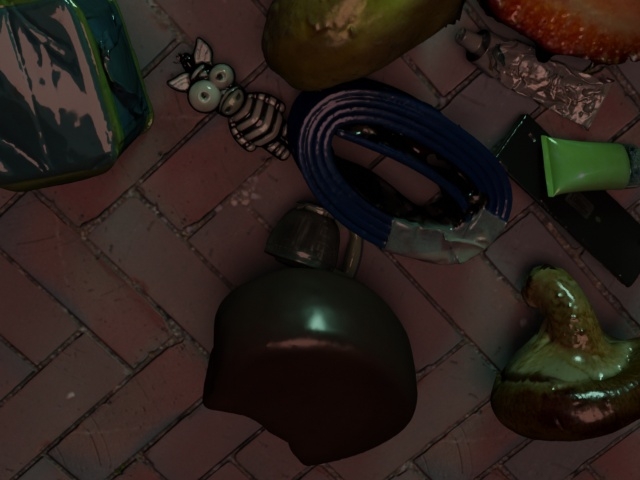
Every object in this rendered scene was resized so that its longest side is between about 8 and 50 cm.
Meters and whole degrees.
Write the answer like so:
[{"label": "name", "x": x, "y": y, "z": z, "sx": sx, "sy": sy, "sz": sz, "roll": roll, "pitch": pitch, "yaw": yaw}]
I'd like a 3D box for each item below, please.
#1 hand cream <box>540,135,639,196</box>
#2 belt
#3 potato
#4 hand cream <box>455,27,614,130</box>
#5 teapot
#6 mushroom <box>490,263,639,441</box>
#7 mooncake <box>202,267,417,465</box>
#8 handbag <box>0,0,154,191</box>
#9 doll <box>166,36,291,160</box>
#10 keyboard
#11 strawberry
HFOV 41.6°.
[{"label": "hand cream", "x": 0.416, "y": -0.113, "z": 1.280, "sx": 0.175, "sy": 0.046, "sz": 0.095, "roll": -2, "pitch": 82, "yaw": -16}, {"label": "belt", "x": 0.112, "y": -0.101, "z": 1.229, "sx": 0.347, "sy": 0.117, "sz": 0.212, "roll": 28, "pitch": 102, "yaw": -20}, {"label": "potato", "x": 0.038, "y": -0.313, "z": 1.125, "sx": 0.266, "sy": 0.229, "sz": 0.229, "roll": -36, "pitch": 106, "yaw": -5}, {"label": "hand cream", "x": 0.310, "y": -0.250, "z": 1.250, "sx": 0.257, "sy": 0.050, "sz": 0.084, "roll": 20, "pitch": 108, "yaw": -15}, {"label": "teapot", "x": -0.001, "y": -0.001, "z": 1.286, "sx": 0.149, "sy": 0.111, "sz": 0.108, "roll": 20, "pitch": 86, "yaw": -1}, {"label": "mushroom", "x": 0.383, "y": 0.202, "z": 1.298, "sx": 0.254, "sy": 0.267, "sz": 0.267, "roll": 42, "pitch": 102, "yaw": -14}, {"label": "mooncake", "x": -0.012, "y": 0.196, "z": 1.284, "sx": 0.326, "sy": 0.174, "sz": 0.333, "roll": 11, "pitch": 134, "yaw": -15}, {"label": "handbag", "x": -0.358, "y": -0.213, "z": 1.130, "sx": 0.223, "sy": 0.241, "sz": 0.262, "roll": -16, "pitch": 106, "yaw": 3}, {"label": "doll", "x": -0.124, "y": -0.200, "z": 1.235, "sx": 0.219, "sy": 0.067, "sz": 0.091, "roll": 37, "pitch": 95, "yaw": -12}, {"label": "keyboard", "x": 0.398, "y": -0.061, "z": 1.310, "sx": 0.317, "sy": 0.027, "sz": 0.106, "roll": 41, "pitch": 77, "yaw": -14}, {"label": "strawberry", "x": 0.353, "y": -0.367, "z": 1.185, "sx": 0.233, "sy": 0.137, "sz": 0.306, "roll": -39, "pitch": 125, "yaw": 21}]
